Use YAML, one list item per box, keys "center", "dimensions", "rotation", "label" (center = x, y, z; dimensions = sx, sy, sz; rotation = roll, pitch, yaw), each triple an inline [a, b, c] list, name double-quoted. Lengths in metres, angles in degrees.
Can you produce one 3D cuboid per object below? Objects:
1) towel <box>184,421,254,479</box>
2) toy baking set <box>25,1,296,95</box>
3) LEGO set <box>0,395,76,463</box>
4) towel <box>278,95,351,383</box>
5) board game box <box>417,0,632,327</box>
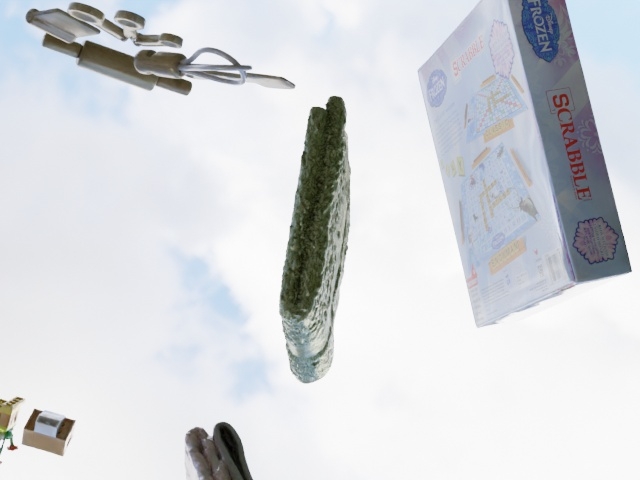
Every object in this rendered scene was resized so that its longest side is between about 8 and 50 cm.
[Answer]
- center: [-0.053, 0.378, 1.361]
  dimensions: [0.053, 0.317, 0.332]
  rotation: [-12, -139, -15]
  label: "towel"
- center: [-0.163, -0.177, 1.495]
  dimensions: [0.256, 0.197, 0.030]
  rotation: [19, -98, -24]
  label: "toy baking set"
- center: [-0.406, 0.203, 1.558]
  dimensions: [0.287, 0.107, 0.132]
  rotation: [12, -173, -30]
  label: "LEGO set"
- center: [0.000, 0.000, 0.890]
  dimensions: [0.027, 0.110, 0.148]
  rotation: [6, -117, 7]
  label: "towel"
- center: [0.207, -0.085, 1.617]
  dimensions: [0.066, 0.319, 0.318]
  rotation: [-10, -98, -14]
  label: "board game box"
